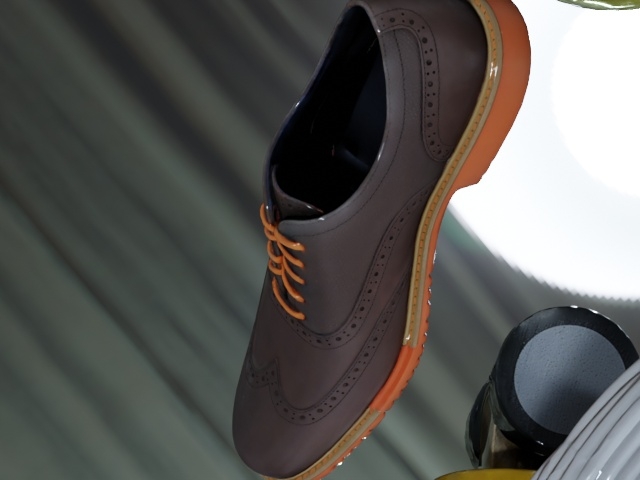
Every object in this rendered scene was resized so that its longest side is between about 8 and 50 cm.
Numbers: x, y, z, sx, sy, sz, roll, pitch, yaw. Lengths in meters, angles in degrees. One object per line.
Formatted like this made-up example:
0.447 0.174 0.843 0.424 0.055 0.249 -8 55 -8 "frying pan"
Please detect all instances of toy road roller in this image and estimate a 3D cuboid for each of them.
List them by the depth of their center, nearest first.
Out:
0.232 0.194 1.251 0.202 0.329 0.241 97 0 -73 "toy road roller"

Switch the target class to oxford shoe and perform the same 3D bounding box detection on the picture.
0.000 0.000 0.900 0.098 0.097 0.271 -3 121 -44 "oxford shoe"

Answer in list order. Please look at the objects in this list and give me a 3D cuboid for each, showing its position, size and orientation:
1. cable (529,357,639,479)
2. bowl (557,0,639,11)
0.208 0.146 1.034 0.257 0.089 0.257 9 116 -48 "cable"
0.215 -0.314 1.524 0.289 0.289 0.156 -39 176 30 "bowl"
